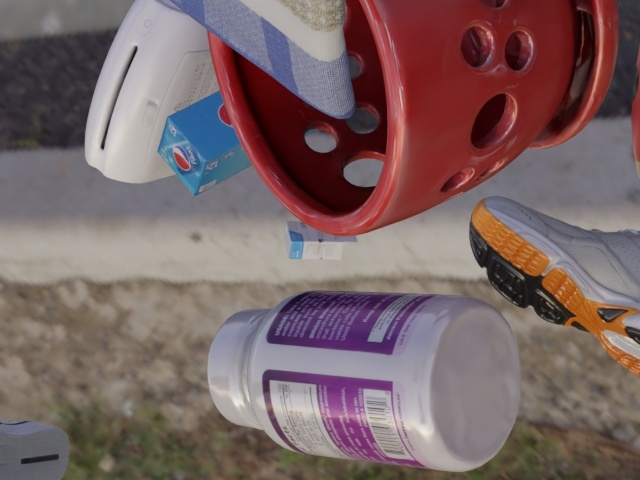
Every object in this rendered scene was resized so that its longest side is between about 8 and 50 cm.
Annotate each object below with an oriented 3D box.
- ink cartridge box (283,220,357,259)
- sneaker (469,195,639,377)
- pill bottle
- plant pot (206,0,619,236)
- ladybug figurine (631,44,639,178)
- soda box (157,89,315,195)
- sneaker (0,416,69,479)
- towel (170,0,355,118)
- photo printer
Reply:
[{"bbox_3d":[0.000,0.000,2.064,0.083,0.028,0.048,1,33,-11],"label":"ink cartridge box"},{"bbox_3d":[0.264,0.025,1.586,0.121,0.262,0.099,-57,3,-30],"label":"sneaker"},{"bbox_3d":[0.035,0.134,1.671,0.301,0.169,0.169,1,63,41],"label":"pill bottle"},{"bbox_3d":[0.056,-0.115,0.914,0.174,0.191,0.191,-19,41,-26],"label":"plant pot"},{"bbox_3d":[0.480,-0.207,1.971,0.162,0.305,0.449,15,96,39],"label":"ladybug figurine"},{"bbox_3d":[-0.073,-0.134,1.843,0.210,0.067,0.071,-30,70,-33],"label":"soda box"},{"bbox_3d":[-0.351,0.216,1.650,0.091,0.258,0.094,0,81,24],"label":"sneaker"},{"bbox_3d":[-0.068,-0.172,0.625,0.209,0.285,0.034,39,75,19],"label":"towel"},{"bbox_3d":[-0.162,-0.204,2.087,0.107,0.307,0.256,34,117,21],"label":"photo printer"}]
